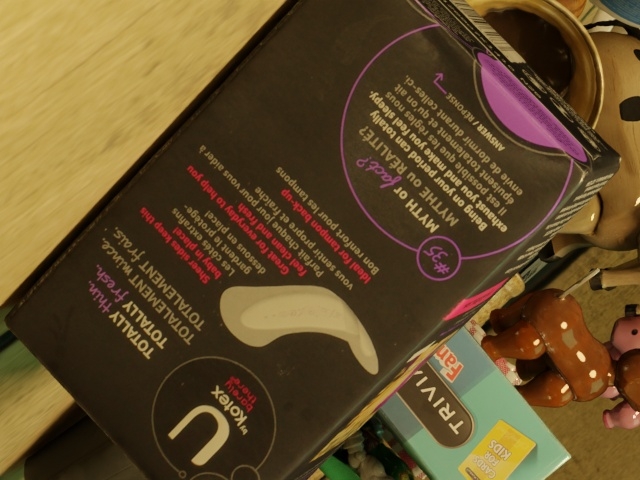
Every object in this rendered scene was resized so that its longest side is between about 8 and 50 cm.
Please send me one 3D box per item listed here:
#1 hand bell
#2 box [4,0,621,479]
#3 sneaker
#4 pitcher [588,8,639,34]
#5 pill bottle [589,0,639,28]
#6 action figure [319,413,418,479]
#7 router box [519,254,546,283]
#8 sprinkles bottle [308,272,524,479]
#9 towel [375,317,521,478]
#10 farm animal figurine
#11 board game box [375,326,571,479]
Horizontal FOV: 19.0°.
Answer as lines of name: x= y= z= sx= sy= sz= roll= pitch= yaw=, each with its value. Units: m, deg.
hand bell: x=0.143 y=-0.141 z=1.275 sx=0.126 sy=0.126 sz=0.242 roll=-48 pitch=-177 yaw=28
box: x=0.000 y=0.000 z=0.993 sx=0.270 sy=0.165 sz=0.143 roll=-45 pitch=172 yaw=14
sneaker: x=-0.138 y=0.137 z=1.389 sx=0.118 sy=0.083 sz=0.222 roll=-29 pitch=178 yaw=13
pitcher: x=0.248 y=-0.130 z=1.709 sx=0.207 sy=0.125 sz=0.178 roll=-55 pitch=148 yaw=10
pill bottle: x=0.216 y=-0.191 z=1.143 sx=0.124 sy=0.124 sz=0.221 roll=-42 pitch=-177 yaw=-7
action figure: x=0.013 y=0.147 z=1.532 sx=0.063 sy=0.232 sz=0.137 roll=-46 pitch=172 yaw=12
router box: x=0.206 y=0.014 z=2.263 sx=0.301 sy=0.082 sz=0.335 roll=-41 pitch=171 yaw=-16
sprinkles bottle: x=0.039 y=0.124 z=1.915 sx=0.355 sy=0.121 sz=0.121 roll=-44 pitch=171 yaw=1
towel: x=0.065 y=0.080 z=1.556 sx=0.029 sy=0.197 sz=0.144 roll=-23 pitch=159 yaw=-50
farm animal figurine: x=0.241 y=-0.015 z=1.445 sx=0.172 sy=0.326 sz=0.330 roll=-18 pitch=180 yaw=28
board game box: x=0.056 y=0.082 z=1.343 sx=0.079 sy=0.254 sz=0.336 roll=-39 pitch=171 yaw=-2
